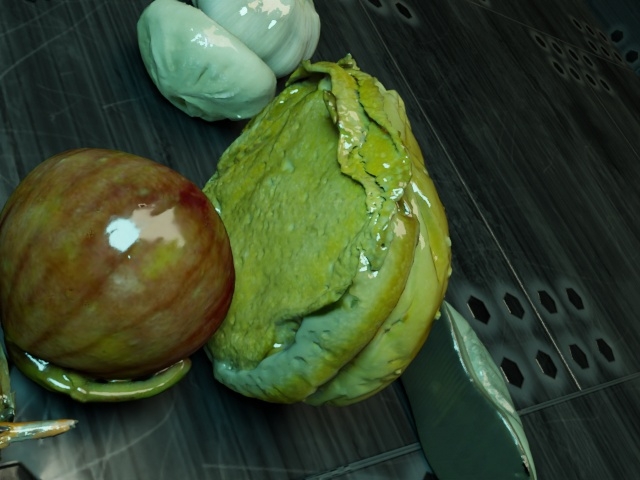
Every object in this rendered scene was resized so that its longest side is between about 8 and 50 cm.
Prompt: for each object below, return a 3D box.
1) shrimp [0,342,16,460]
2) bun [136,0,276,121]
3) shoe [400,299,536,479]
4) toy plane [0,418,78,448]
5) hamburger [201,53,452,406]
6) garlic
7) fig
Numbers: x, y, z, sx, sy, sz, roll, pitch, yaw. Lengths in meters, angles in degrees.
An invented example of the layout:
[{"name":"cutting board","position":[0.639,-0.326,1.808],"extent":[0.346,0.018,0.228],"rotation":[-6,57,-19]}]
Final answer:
[{"name":"shrimp","position":[-0.270,0.082,0.529],"extent":[0.091,0.043,0.184],"rotation":[-23,68,-45]},{"name":"bun","position":[-0.141,-0.200,0.865],"extent":[0.183,0.102,0.183],"rotation":[35,3,-2]},{"name":"shoe","position":[0.166,0.180,0.836],"extent":[0.098,0.103,0.275],"rotation":[19,45,-50]},{"name":"toy plane","position":[-0.253,0.135,0.461],"extent":[0.188,0.062,0.135],"rotation":[0,55,-28]},{"name":"hamburger","position":[0.000,0.000,0.670],"extent":[0.158,0.318,0.319],"rotation":[14,48,-33]},{"name":"garlic","position":[-0.051,-0.336,0.975],"extent":[0.199,0.226,0.199],"rotation":[37,33,-29]},{"name":"fig","position":[-0.164,0.028,0.576],"extent":[0.205,0.205,0.205],"rotation":[27,41,-26]}]
